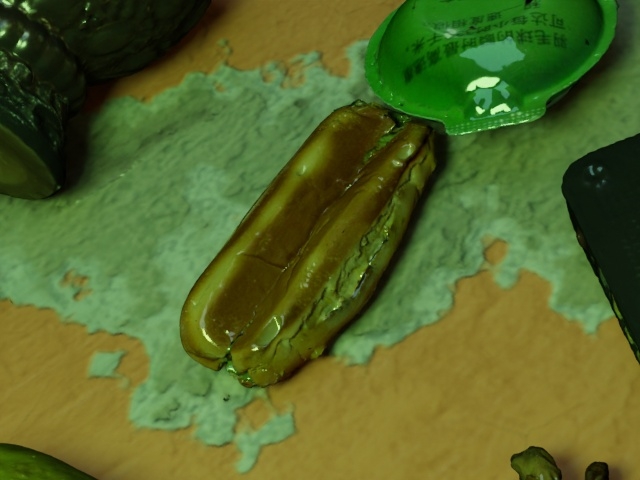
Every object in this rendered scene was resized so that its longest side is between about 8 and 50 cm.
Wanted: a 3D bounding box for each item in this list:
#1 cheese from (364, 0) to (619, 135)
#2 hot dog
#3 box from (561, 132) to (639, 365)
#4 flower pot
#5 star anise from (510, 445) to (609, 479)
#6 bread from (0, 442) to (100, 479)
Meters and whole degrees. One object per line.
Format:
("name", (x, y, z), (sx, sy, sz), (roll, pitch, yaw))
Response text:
("cheese", (0.135, -0.186, 1.554), (0.203, 0.083, 0.320), (-10, 38, 11))
("hot dog", (0.000, 0.000, 1.447), (0.115, 0.072, 0.269), (22, 59, 32))
("box", (0.313, 0.045, 1.323), (0.211, 0.058, 0.350), (-20, 49, -1))
("flower pot", (-0.239, -0.192, 1.573), (0.266, 0.266, 0.267), (15, 66, 27))
("star anise", (0.134, 0.217, 1.217), (0.234, 0.073, 0.177), (-30, 55, -17))
("bread", (-0.124, 0.233, 1.235), (0.383, 0.112, 0.166), (23, 28, 32))
